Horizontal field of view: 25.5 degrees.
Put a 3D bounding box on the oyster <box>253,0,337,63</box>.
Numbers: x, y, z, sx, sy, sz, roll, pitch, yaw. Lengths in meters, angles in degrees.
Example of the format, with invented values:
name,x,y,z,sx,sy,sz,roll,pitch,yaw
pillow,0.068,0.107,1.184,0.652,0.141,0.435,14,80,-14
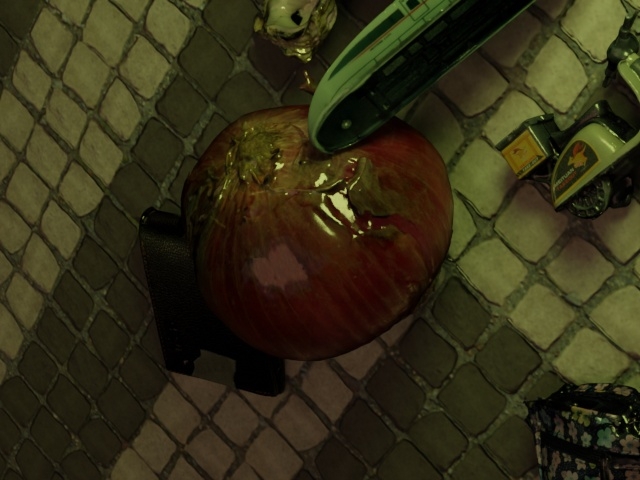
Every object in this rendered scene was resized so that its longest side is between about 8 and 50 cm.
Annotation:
name,x,y,z,sx,sy,sz,roll,pitch,yaw
oyster,-0.023,-0.306,1.807,0.191,0.081,0.163,1,81,51

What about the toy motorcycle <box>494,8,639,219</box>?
name,x,y,z,sx,sy,sz,roll,pitch,yaw
toy motorcycle,0.330,-0.129,1.585,0.263,0.091,0.157,-44,73,39

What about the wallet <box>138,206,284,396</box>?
name,x,y,z,sx,sy,sz,roll,pitch,yaw
wallet,-0.157,0.090,2.029,0.221,0.071,0.262,9,116,33

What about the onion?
name,x,y,z,sx,sy,sz,roll,pitch,yaw
onion,-0.007,-0.028,1.727,0.354,0.354,0.353,12,112,33

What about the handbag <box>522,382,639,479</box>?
name,x,y,z,sx,sy,sz,roll,pitch,yaw
handbag,0.341,0.274,1.680,0.229,0.127,0.207,5,103,52

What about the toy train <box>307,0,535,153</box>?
name,x,y,z,sx,sy,sz,roll,pitch,yaw
toy train,0.135,-0.253,1.572,0.407,0.086,0.088,-39,49,10
